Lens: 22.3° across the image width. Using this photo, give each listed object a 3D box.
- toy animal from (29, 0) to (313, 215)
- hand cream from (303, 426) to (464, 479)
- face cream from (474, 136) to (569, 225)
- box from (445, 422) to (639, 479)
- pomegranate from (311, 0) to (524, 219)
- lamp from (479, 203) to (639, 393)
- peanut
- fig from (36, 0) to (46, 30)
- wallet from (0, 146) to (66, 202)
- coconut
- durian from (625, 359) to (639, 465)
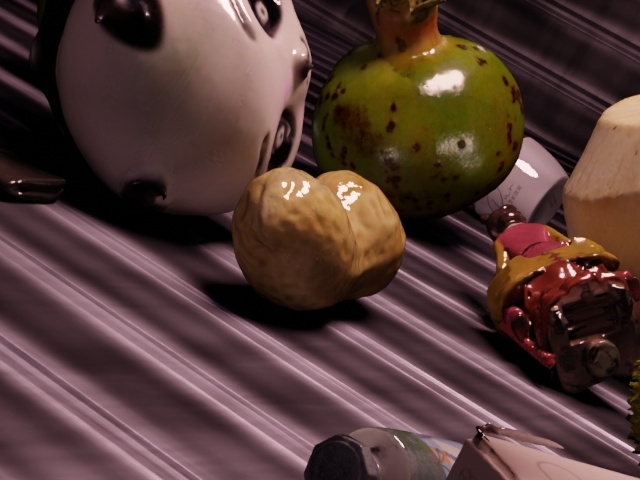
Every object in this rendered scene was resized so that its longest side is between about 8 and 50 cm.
[{"bbox_3d":[-0.124,-0.143,1.353,0.251,0.251,0.310,22,11,-10],"label":"toy animal"},{"bbox_3d":[0.081,0.143,0.908,0.088,0.055,0.256,39,11,38],"label":"hand cream"},{"bbox_3d":[0.245,-0.070,2.028,0.104,0.117,0.117,38,16,24],"label":"face cream"},{"bbox_3d":[0.187,0.194,0.724,0.252,0.106,0.203,17,12,-26],"label":"box"},{"bbox_3d":[0.118,-0.153,1.731,0.231,0.285,0.231,14,34,-10],"label":"pomegranate"},{"bbox_3d":[0.199,0.046,1.432,0.118,0.118,0.253,20,9,-19],"label":"lamp"},{"bbox_3d":[0.000,0.000,1.232,0.103,0.098,0.229,65,19,8],"label":"peanut"},{"bbox_3d":[-0.191,-0.191,1.666,0.167,0.167,0.233,37,-20,49],"label":"fig"},{"bbox_3d":[-0.268,-0.069,1.221,0.157,0.018,0.082,28,12,24],"label":"wallet"},{"bbox_3d":[0.385,0.005,1.523,0.323,0.323,0.323,23,11,-5],"label":"coconut"},{"bbox_3d":[0.296,0.135,1.116,0.198,0.159,0.146,58,26,2],"label":"durian"}]
